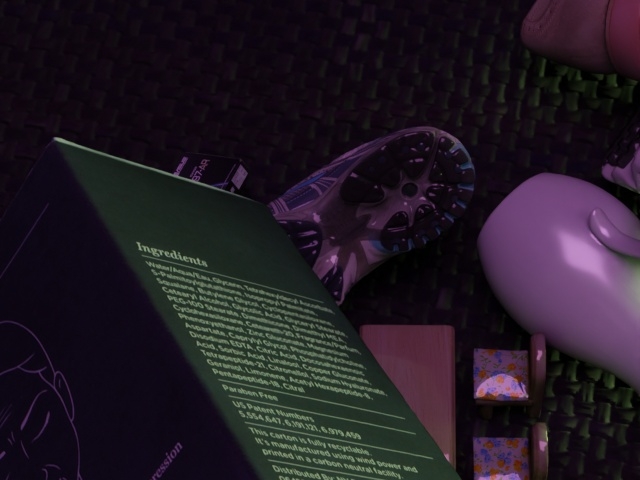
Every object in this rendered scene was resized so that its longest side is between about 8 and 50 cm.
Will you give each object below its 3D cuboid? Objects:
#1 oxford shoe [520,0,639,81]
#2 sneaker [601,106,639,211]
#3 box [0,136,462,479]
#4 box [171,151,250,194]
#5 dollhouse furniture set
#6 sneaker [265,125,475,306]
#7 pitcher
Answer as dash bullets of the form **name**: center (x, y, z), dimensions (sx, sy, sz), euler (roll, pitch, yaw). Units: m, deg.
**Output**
- **oxford shoe**: center (0.304, -0.296, 1.682), dimensions (0.146, 0.140, 0.397), euler (10, 47, 37)
- **sneaker**: center (0.306, -0.043, 1.485), dimensions (0.118, 0.292, 0.110), euler (36, 100, -8)
- **box**: center (-0.105, 0.179, 1.292), dimensions (0.293, 0.212, 0.395), euler (-53, 47, 20)
- **box**: center (-0.105, -0.033, 1.614), dimensions (0.067, 0.018, 0.083), euler (10, 61, 39)
- **dollhouse furniture set**: center (0.063, 0.166, 1.440), dimensions (0.212, 0.161, 0.242), euler (0, 63, 3)
- **sneaker**: center (0.000, 0.000, 1.572), dimensions (0.283, 0.122, 0.110), euler (-28, 100, 9)
- **pitcher**: center (0.227, 0.029, 1.494), dimensions (0.125, 0.177, 0.207), euler (-34, 66, -29)
